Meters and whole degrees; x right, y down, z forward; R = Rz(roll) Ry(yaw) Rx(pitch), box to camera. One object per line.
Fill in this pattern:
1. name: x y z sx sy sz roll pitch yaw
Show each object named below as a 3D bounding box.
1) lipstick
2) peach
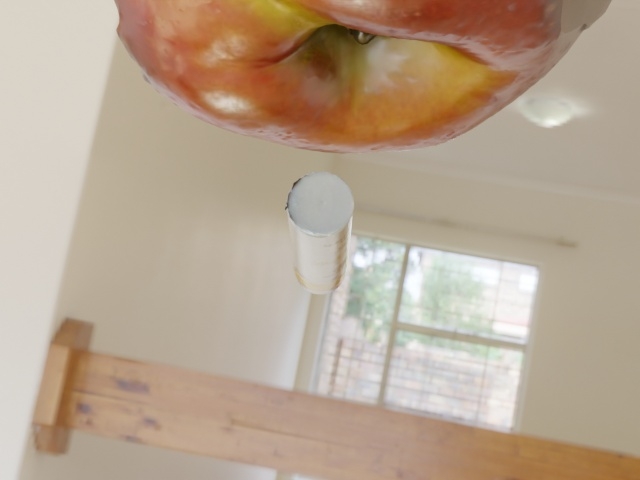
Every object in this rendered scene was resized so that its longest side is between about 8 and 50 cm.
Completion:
1. lipstick: 0.000 0.000 0.958 0.059 0.059 0.264 11 -13 2
2. peach: 0.056 -0.243 0.667 0.310 0.406 0.335 16 -23 26
